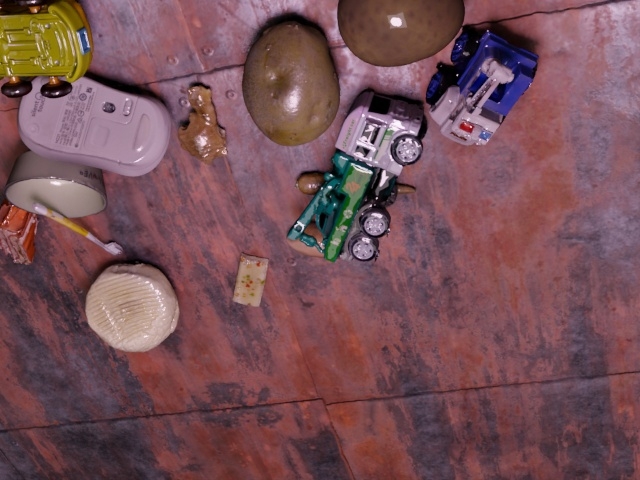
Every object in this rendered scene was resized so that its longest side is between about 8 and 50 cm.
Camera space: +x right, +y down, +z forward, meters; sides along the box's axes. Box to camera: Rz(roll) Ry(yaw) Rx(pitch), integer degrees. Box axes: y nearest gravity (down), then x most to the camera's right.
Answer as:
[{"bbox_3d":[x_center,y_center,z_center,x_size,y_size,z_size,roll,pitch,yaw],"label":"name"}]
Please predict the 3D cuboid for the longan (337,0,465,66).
[{"bbox_3d":[0.135,-0.394,1.556,0.220,0.196,0.196,-3,130,16],"label":"longan"}]

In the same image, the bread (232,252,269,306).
[{"bbox_3d":[-0.164,0.095,2.123,0.068,0.028,0.153,11,133,-4],"label":"bread"}]

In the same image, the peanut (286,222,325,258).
[{"bbox_3d":[0.000,0.000,1.989,0.152,0.076,0.076,8,131,6],"label":"peanut"}]

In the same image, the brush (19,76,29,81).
[{"bbox_3d":[-0.648,-0.381,1.780,0.034,0.027,0.190,-31,119,27],"label":"brush"}]

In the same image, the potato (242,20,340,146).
[{"bbox_3d":[-0.054,-0.292,1.699,0.178,0.160,0.235,-4,119,-21],"label":"potato"}]

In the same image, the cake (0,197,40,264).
[{"bbox_3d":[-0.685,-0.029,2.058,0.098,0.135,0.287,17,150,-13],"label":"cake"}]

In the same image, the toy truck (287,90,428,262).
[{"bbox_3d":[0.079,-0.112,1.788,0.178,0.176,0.363,24,119,-3],"label":"toy truck"}]

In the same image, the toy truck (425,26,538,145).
[{"bbox_3d":[0.295,-0.265,1.655,0.161,0.177,0.213,22,129,-13],"label":"toy truck"}]

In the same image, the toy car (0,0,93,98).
[{"bbox_3d":[-0.530,-0.377,1.691,0.248,0.142,0.200,5,121,13],"label":"toy car"}]

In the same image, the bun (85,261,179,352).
[{"bbox_3d":[-0.433,0.150,2.136,0.221,0.134,0.220,1,103,2],"label":"bun"}]

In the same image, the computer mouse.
[{"bbox_3d":[-0.441,-0.232,1.803,0.297,0.121,0.184,11,88,0],"label":"computer mouse"}]

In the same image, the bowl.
[{"bbox_3d":[-0.548,-0.134,1.898,0.212,0.112,0.211,-2,158,-1],"label":"bowl"}]

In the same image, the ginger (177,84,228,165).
[{"bbox_3d":[-0.247,-0.233,1.831,0.096,0.067,0.165,-6,116,13],"label":"ginger"}]

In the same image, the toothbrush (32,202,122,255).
[{"bbox_3d":[-0.528,-0.024,1.998,0.024,0.021,0.288,-27,150,14],"label":"toothbrush"}]

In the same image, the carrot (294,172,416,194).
[{"bbox_3d":[0.073,-0.113,1.904,0.255,0.049,0.049,3,131,-1],"label":"carrot"}]
